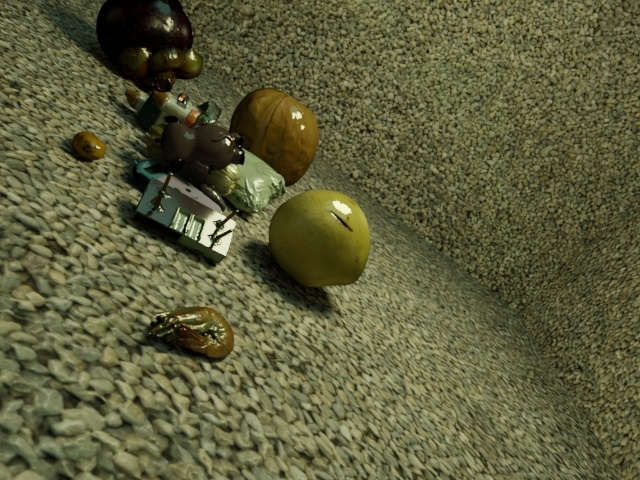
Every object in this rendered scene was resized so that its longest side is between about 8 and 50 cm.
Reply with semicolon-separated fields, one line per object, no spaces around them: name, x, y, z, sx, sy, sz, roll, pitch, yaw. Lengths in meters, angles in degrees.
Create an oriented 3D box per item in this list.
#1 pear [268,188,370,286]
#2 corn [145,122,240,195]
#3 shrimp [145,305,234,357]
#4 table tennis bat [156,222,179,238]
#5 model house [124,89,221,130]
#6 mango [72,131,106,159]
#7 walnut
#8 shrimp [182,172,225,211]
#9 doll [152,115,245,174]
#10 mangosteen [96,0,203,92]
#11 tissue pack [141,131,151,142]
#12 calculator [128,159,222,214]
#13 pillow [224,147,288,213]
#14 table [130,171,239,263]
pear;0.000;0.000;1.545;0.309;0.309;0.309;35;17;-12
corn;-0.394;-0.250;1.603;0.305;0.123;0.122;28;32;-3
shrimp;-0.238;0.175;0.991;0.115;0.051;0.217;50;17;27
table tennis bat;-0.355;-0.059;1.319;0.087;0.013;0.156;43;38;-3
model house;-0.521;-0.455;1.793;0.301;0.190;0.271;32;19;-18
mango;-0.591;-0.244;1.321;0.079;0.057;0.114;16;24;-37
walnut;-0.190;-0.391;2.012;0.354;0.398;0.308;29;38;17
shrimp;-0.348;-0.147;1.551;0.165;0.056;0.065;44;-23;-11
doll;-0.351;-0.273;1.498;0.257;0.117;0.182;-3;69;-14
mangosteen;-0.681;-0.824;2.102;0.421;0.381;0.381;42;17;10
tissue pack;-0.530;-0.319;1.683;0.083;0.035;0.063;36;17;-10
calculator;-0.400;-0.131;1.441;0.293;0.051;0.173;37;17;-5
pillow;-0.279;-0.217;1.784;0.310;0.138;0.283;37;27;7
table;-0.315;-0.065;1.266;0.240;0.111;0.122;29;44;-24
